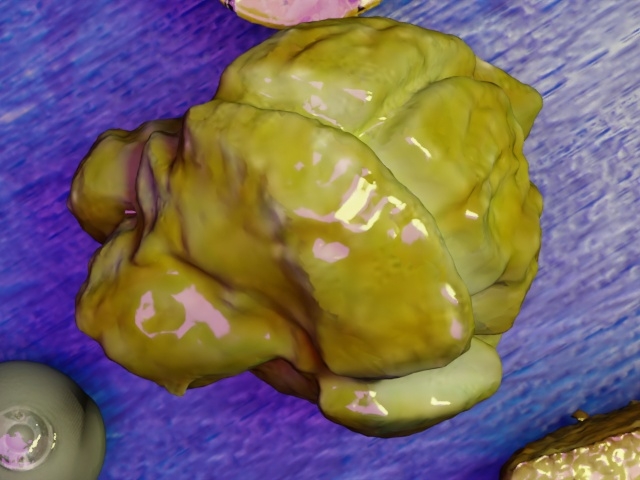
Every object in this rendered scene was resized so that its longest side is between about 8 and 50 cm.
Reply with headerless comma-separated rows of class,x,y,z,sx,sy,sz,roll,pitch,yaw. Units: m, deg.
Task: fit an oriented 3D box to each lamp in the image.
lamp,-0.187,0.127,0.918,0.105,0.105,0.105,0,92,2

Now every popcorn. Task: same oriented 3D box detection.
popcorn,-0.002,-0.002,0.847,0.276,0.225,0.276,10,130,12

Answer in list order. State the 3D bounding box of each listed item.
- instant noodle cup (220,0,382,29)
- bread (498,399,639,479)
instant noodle cup,-0.009,-0.199,0.890,0.151,0.122,0.151,0,94,3
bread,0.256,0.165,0.870,0.340,0.179,0.194,-17,90,5
